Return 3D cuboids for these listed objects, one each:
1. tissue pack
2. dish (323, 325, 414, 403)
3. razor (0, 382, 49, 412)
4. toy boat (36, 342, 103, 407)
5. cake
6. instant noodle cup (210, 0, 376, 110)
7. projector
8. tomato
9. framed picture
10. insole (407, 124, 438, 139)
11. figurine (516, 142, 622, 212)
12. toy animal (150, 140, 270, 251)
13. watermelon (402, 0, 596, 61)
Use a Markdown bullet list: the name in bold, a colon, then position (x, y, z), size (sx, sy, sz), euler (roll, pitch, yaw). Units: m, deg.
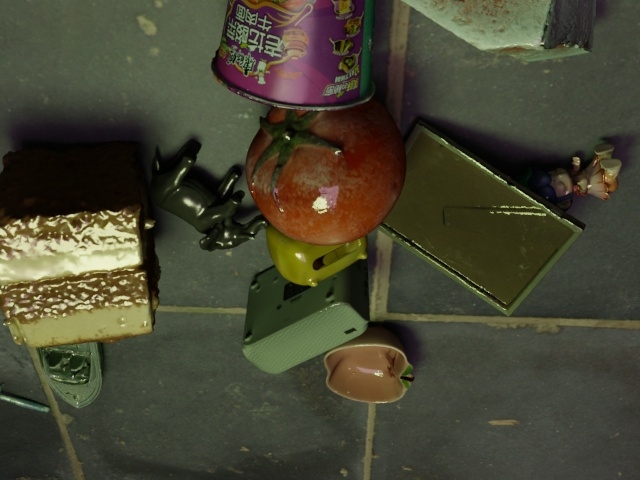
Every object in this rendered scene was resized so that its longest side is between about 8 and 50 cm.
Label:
- **tissue pack**: position (0.000, 0.000, 1.415), size (0.178, 0.127, 0.123), euler (-28, 133, -19)
- **dish**: position (0.110, 0.264, 1.714), size (0.213, 0.090, 0.213), euler (3, 132, 4)
- **razor**: position (-0.743, 0.403, 1.932), size (0.135, 0.040, 0.068), euler (24, 130, -26)
- **toy boat**: position (-0.568, 0.284, 1.770), size (0.141, 0.092, 0.319), euler (7, 133, 0)
- **cake**: position (-0.419, 0.006, 1.363), size (0.282, 0.256, 0.290), euler (-7, 125, -5)
- **instant noodle cup**: position (-0.027, -0.322, 1.106), size (0.251, 0.251, 0.190), euler (7, 122, -3)
- **projector**: position (-0.030, 0.120, 1.518), size (0.250, 0.198, 0.108), euler (-29, 125, 25)
- **tomato**: position (0.015, -0.116, 1.264), size (0.264, 0.265, 0.265), euler (2, 132, 2)
- **framed picture**: position (0.261, -0.033, 1.388), size (0.335, 0.022, 0.247), euler (33, 131, 5)
- **insole**: position (0.204, -0.116, 1.421), size (0.080, 0.003, 0.232), euler (-8, 131, 10)
- **figurine**: position (0.427, -0.088, 1.360), size (0.195, 0.111, 0.102), euler (-14, 133, 13)
- **toy animal**: position (-0.201, -0.073, 1.427), size (0.245, 0.114, 0.146), euler (40, 119, -2)
- **watermelon**: position (0.252, -0.350, 1.067), size (0.289, 0.214, 0.320), euler (-1, 144, 7)
